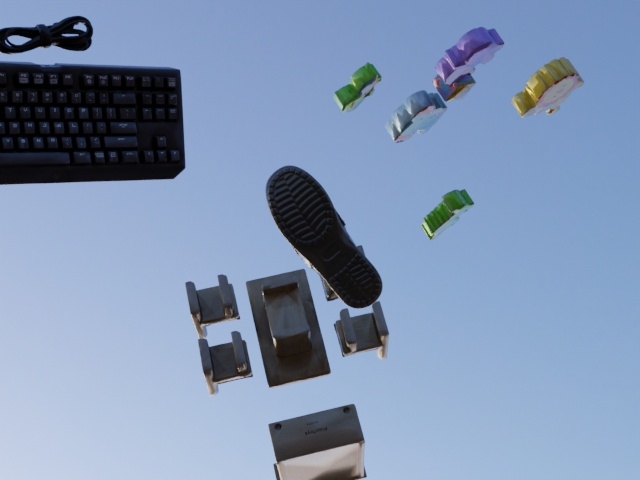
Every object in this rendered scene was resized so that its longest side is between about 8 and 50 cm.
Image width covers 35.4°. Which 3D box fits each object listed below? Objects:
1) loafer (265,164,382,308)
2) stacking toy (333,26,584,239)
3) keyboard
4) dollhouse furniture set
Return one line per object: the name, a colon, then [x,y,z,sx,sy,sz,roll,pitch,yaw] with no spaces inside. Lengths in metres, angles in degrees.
loafer: [0.000,0.000,0.902,0.056,0.148,0.050,-32,-7,-6]
stacking toy: [0.098,-0.125,0.832,0.052,0.167,0.221,-15,-25,-38]
keyboard: [-0.170,-0.090,0.634,0.180,0.108,0.023,-4,-2,-35]
dollhouse furniture set: [-0.026,0.157,1.182,0.212,0.242,0.161,-12,-28,-5]
